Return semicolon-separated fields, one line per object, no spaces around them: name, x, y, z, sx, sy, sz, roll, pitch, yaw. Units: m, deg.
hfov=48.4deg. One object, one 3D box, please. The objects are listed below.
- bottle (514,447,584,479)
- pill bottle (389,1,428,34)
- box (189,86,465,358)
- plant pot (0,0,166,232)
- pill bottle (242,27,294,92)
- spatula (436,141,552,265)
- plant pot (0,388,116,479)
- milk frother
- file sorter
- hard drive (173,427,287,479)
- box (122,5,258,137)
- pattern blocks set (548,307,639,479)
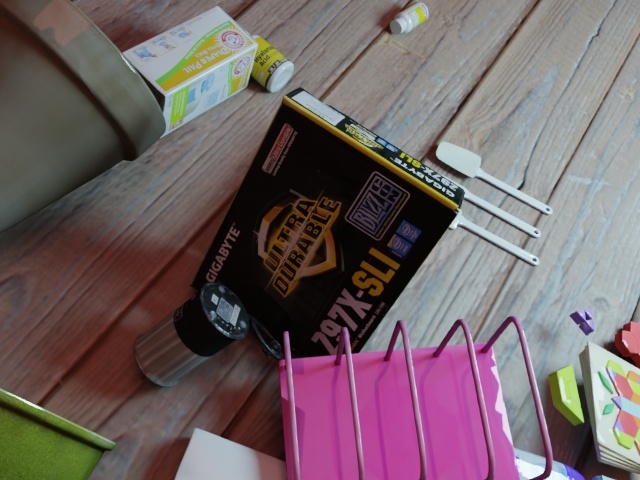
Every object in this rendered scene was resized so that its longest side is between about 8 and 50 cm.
bottle;0.214;0.328;0.964;0.283;0.092;0.118;20;60;-5
pill bottle;0.175;-0.441;1.419;0.043;0.043;0.083;45;59;10
box;0.000;0.000;0.956;0.257;0.322;0.079;32;30;1
plant pot;-0.423;-0.165;0.955;0.323;0.323;0.280;39;74;7
pill bottle;-0.109;-0.319;1.252;0.116;0.065;0.065;40;58;9
spatula;0.295;-0.066;1.257;0.242;0.019;0.168;27;56;0
plant pot;-0.445;0.280;0.672;0.367;0.366;0.353;25;69;-2
milk frother;-0.144;0.140;0.950;0.143;0.135;0.129;52;24;-4
file sorter;0.100;0.207;0.850;0.291;0.182;0.202;-4;64;-4
hard drive;-0.051;0.384;0.883;0.308;0.040;0.203;22;57;-4
box;-0.215;-0.278;1.168;0.103;0.114;0.203;45;58;10
pattern blocks set;0.451;0.252;1.066;0.285;0.026;0.324;15;55;-30
